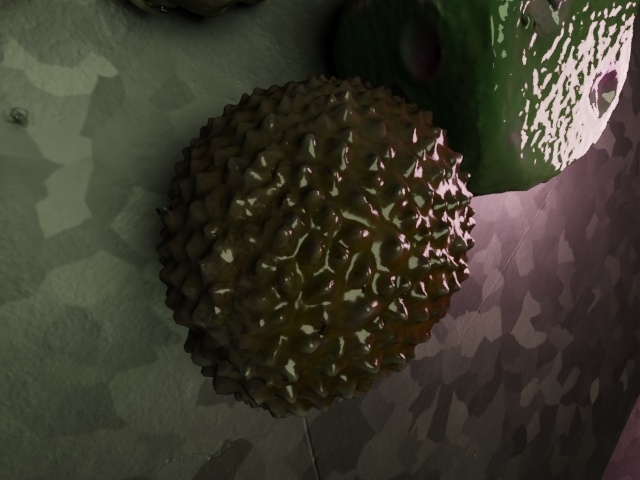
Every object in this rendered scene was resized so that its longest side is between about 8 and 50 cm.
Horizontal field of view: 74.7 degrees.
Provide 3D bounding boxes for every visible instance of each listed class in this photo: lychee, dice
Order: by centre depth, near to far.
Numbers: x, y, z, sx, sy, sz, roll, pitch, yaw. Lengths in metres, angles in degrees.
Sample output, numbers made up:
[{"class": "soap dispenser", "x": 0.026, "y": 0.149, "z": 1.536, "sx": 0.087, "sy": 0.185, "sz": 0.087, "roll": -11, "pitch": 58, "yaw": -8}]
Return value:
[{"class": "lychee", "x": 0.000, "y": 0.000, "z": 0.518, "sx": 0.381, "sy": 0.380, "sz": 0.432, "roll": 66, "pitch": 25, "yaw": -20}, {"class": "dice", "x": 0.229, "y": -0.272, "z": 0.639, "sx": 0.318, "sy": 0.322, "sz": 0.331, "roll": -29, "pitch": 122, "yaw": -21}]

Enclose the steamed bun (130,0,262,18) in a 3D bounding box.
[{"class": "steamed bun", "x": -0.147, "y": -0.427, "z": 0.480, "sx": 0.267, "sy": 0.207, "sz": 0.281, "roll": -8, "pitch": 98, "yaw": -31}]
